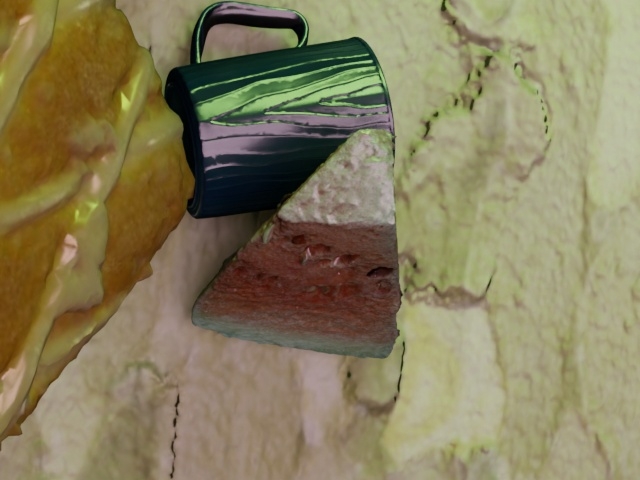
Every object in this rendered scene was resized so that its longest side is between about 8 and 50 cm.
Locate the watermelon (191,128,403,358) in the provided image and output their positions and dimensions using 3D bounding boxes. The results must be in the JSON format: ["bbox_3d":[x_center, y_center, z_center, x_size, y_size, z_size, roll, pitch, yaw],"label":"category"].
[{"bbox_3d":[0.000,0.000,1.090,0.154,0.241,0.094,1,68,-13],"label":"watermelon"}]

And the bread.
[{"bbox_3d":[-0.305,-0.056,0.868,0.390,0.279,0.371,-56,135,-34],"label":"bread"}]

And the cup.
[{"bbox_3d":[-0.037,-0.088,1.139,0.138,0.150,0.113,-9,134,-16],"label":"cup"}]
